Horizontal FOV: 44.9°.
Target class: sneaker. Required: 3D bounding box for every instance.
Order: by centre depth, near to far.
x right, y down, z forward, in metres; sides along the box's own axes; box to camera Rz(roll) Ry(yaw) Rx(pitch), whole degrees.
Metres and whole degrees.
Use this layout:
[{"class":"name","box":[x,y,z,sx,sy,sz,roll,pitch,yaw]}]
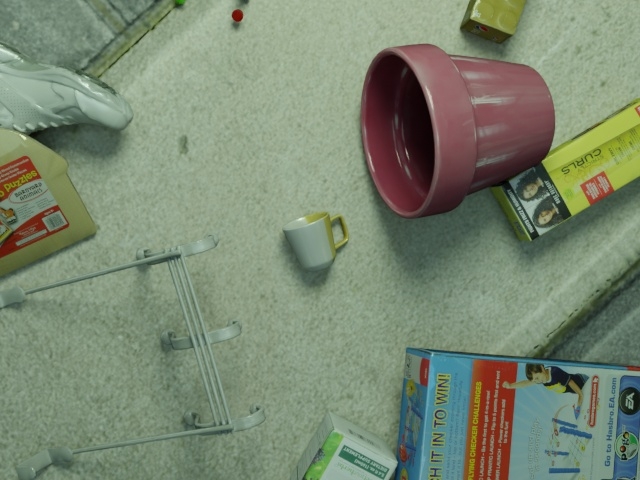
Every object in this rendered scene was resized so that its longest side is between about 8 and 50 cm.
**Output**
[{"class":"sneaker","box":[-0.343,-0.164,0.947,0.232,0.090,0.115,20,98,5]}]

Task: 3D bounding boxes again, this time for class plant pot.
[{"class":"plant pot","box":[0.168,-0.138,0.926,0.180,0.201,0.202,-10,94,-18]}]

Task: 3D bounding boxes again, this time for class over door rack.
[{"class":"over door rack","box":[-0.244,0.139,0.960,0.324,0.108,0.240,-15,94,12]}]

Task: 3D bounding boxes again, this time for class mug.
[{"class":"mug","box":[-0.002,0.001,0.981,0.078,0.062,0.064,-18,102,4]}]

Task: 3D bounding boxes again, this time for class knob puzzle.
[{"class":"knob puzzle","box":[-0.398,-0.059,0.947,0.213,0.030,0.213,-6,115,-12]}]

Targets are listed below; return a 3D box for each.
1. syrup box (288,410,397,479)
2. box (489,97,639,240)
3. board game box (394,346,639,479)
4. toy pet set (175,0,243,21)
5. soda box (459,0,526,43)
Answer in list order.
[{"class":"syrup box","box":[-0.005,0.348,0.980,0.093,0.096,0.237,30,90,-5]},{"class":"box","box":[0.341,-0.092,0.995,0.232,0.058,0.087,-30,93,-2]},{"class":"board game box","box":[0.247,0.297,0.957,0.301,0.086,0.309,7,86,-13]},{"class":"toy pet set","box":[-0.136,-0.352,0.966,0.122,0.065,0.114,18,127,-1]},{"class":"soda box","box":[0.239,-0.347,0.976,0.061,0.058,0.181,20,92,-4]}]
